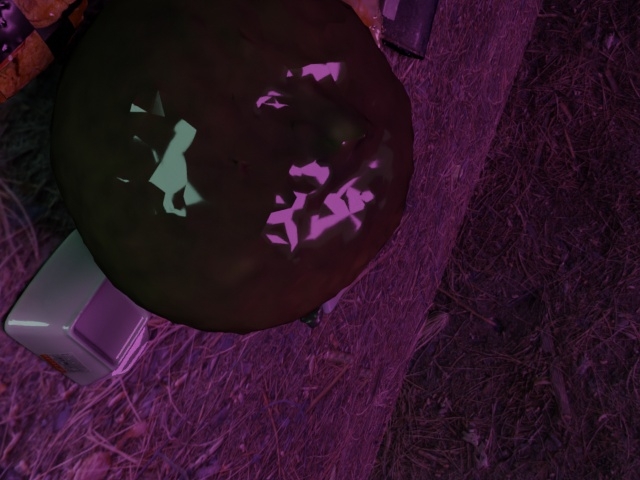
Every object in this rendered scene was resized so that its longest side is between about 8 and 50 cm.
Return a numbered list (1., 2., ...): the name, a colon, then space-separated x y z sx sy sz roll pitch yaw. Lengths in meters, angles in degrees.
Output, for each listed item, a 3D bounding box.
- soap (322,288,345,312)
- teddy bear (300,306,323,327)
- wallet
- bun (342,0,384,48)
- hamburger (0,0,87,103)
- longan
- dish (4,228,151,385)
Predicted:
1. soap: 0.000 0.000 1.317 0.173 0.095 0.290 -56 151 -32
2. teddy bear: -0.085 0.097 1.126 0.144 0.171 0.251 -48 158 -6
3. wallet: 0.199 -0.545 1.444 0.262 0.071 0.221 -8 117 -61
4. bun: 0.031 -0.348 1.082 0.287 0.146 0.288 10 90 -72
5. hamburger: -0.306 -0.215 0.511 0.231 0.106 0.231 -47 151 -36
6. longan: -0.094 -0.094 0.688 0.391 0.390 0.392 -45 144 -47
7. dish: -0.280 0.107 0.822 0.154 0.064 0.234 -62 155 -25
